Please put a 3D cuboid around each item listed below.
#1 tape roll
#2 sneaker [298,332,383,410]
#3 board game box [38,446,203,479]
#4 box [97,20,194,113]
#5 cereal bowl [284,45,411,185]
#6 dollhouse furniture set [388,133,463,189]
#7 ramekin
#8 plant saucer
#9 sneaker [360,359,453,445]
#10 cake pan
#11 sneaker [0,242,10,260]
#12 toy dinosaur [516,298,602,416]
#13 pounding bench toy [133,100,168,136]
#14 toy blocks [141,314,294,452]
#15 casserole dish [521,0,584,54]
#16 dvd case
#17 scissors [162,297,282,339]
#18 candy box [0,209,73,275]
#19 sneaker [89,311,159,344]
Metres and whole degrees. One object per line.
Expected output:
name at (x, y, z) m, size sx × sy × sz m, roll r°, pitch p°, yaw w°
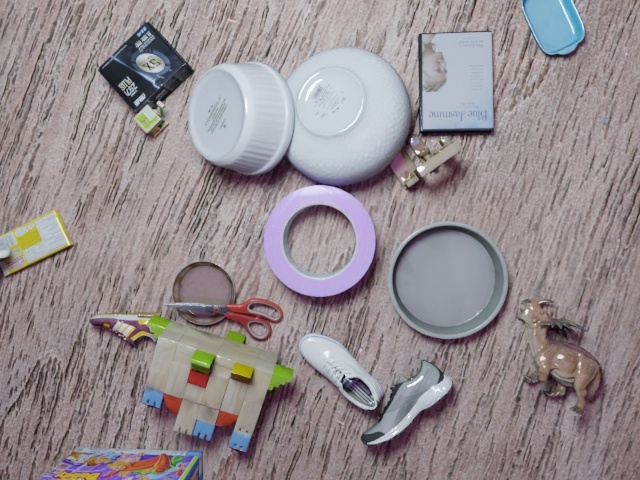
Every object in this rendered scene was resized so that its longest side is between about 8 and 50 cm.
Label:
tape roll at (0.000, 0.000, 1.346) m, size 0.275 × 0.090 × 0.274 m, roll 0°, pitch 92°, yaw 4°
sneaker at (0.055, 0.328, 1.353) m, size 0.258 × 0.091 × 0.094 m, roll 36°, pitch 95°, yaw 2°
board game box at (-0.498, 0.609, 1.337) m, size 0.348 × 0.233 × 0.077 m, roll 0°, pitch 93°, yaw 4°
box at (-0.444, -0.435, 1.366) m, size 0.180 × 0.077 × 0.147 m, roll -41°, pitch 90°, yaw 5°
cereal bowl at (0.040, -0.305, 1.269) m, size 0.339 × 0.141 × 0.338 m, roll -1°, pitch 85°, yaw 15°
dollhouse furniture set at (0.235, -0.219, 1.288) m, size 0.144 × 0.151 × 0.123 m, roll -35°, pitch 89°, yaw 3°
ramekin at (-0.199, -0.290, 1.264) m, size 0.273 × 0.127 × 0.272 m, roll 5°, pitch 98°, yaw 40°
plant saucer at (-0.305, 0.136, 1.404) m, size 0.169 × 0.029 × 0.168 m, roll 0°, pitch 93°, yaw 3°
sneaker at (0.203, 0.412, 1.352) m, size 0.271 × 0.100 × 0.108 m, roll -42°, pitch 80°, yaw -1°
cake pan at (0.316, 0.098, 1.343) m, size 0.294 × 0.054 × 0.292 m, roll 0°, pitch 92°, yaw 4°
sneaker at (-0.920, 0.085, 1.401) m, size 0.296 × 0.105 × 0.146 m, roll -3°, pitch 96°, yaw 21°
toy dinosaur at (0.601, 0.288, 1.300) m, size 0.296 × 0.127 × 0.200 m, roll 35°, pitch 88°, yaw -3°
pounding bench toy at (-0.423, -0.317, 1.376) m, size 0.083 × 0.065 × 0.052 m, roll -43°, pitch 88°, yaw 5°
toy blocks at (-0.287, 0.378, 1.355) m, size 0.382 × 0.190 × 0.260 m, roll 19°, pitch 106°, yaw -2°
casserole dish at (0.563, -0.540, 1.306) m, size 0.114 × 0.037 × 0.188 m, roll -25°, pitch 91°, yaw 5°
dvd case at (0.335, -0.392, 1.326) m, size 0.181 × 0.022 × 0.252 m, roll 0°, pitch 87°, yaw 4°
scissors at (-0.246, 0.170, 1.376) m, size 0.297 × 0.021 × 0.108 m, roll 22°, pitch 100°, yaw -9°
candy box at (-0.776, 0.007, 1.435) m, size 0.206 × 0.027 × 0.105 m, roll -24°, pitch 92°, yaw 6°
sneaker at (-0.516, 0.232, 1.404) m, size 0.186 × 0.069 × 0.083 m, roll -1°, pitch 87°, yaw 5°
